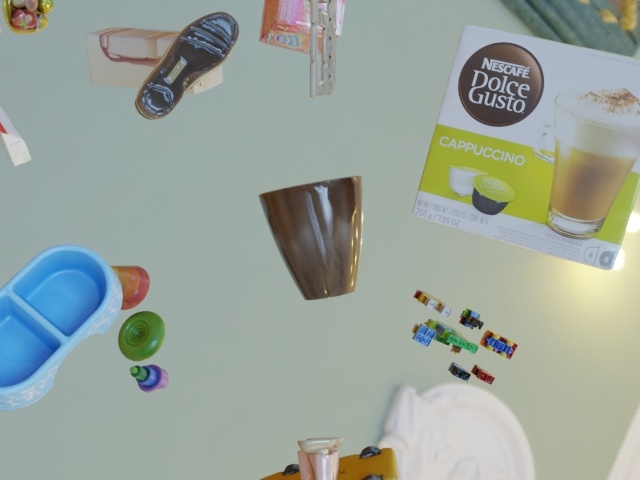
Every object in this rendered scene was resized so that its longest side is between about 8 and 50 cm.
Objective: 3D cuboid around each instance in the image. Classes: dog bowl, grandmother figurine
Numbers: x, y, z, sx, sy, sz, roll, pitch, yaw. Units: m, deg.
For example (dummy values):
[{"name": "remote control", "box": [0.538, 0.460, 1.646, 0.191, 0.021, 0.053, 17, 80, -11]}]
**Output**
[{"name": "dog bowl", "box": [-0.441, 0.126, 1.207, 0.297, 0.166, 0.074, -49, 179, -24]}, {"name": "grandmother figurine", "box": [0.009, 0.554, 1.479, 0.104, 0.342, 0.208, -7, 167, 22]}]

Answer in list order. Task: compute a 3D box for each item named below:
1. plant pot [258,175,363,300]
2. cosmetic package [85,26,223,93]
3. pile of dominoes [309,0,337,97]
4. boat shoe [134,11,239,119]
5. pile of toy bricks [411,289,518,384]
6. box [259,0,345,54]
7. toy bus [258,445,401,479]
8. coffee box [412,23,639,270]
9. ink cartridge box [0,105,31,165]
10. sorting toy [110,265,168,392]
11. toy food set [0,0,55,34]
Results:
[{"name": "plant pot", "box": [0.000, 0.000, 1.581, 0.216, 0.230, 0.215, -11, -179, 0]}, {"name": "cosmetic package", "box": [-0.406, -0.447, 1.902, 0.153, 0.296, 0.129, -49, 142, -59]}, {"name": "pile of dominoes", "box": [-0.008, -0.371, 1.329, 0.196, 0.040, 0.251, -38, 129, -75]}, {"name": "boat shoe", "box": [-0.262, -0.333, 1.468, 0.257, 0.095, 0.095, -48, -162, -17]}, {"name": "pile of toy bricks", "box": [0.241, 0.173, 1.415, 0.118, 0.212, 0.105, -61, -163, 5]}, {"name": "box", "box": [-0.028, -0.566, 1.639, 0.154, 0.142, 0.299, 173, -75, -70]}, {"name": "toy bus", "box": [0.014, 0.555, 1.682, 0.333, 0.130, 0.108, -15, -157, 8]}, {"name": "coffee box", "box": [0.390, -0.165, 1.379, 0.338, 0.338, 0.334, -13, 119, -73]}, {"name": "ink cartridge box", "box": [-0.818, -0.320, 1.959, 0.056, 0.181, 0.224, -29, 159, -23]}, {"name": "sorting toy", "box": [-0.460, 0.190, 1.843, 0.127, 0.365, 0.126, -29, 148, 6]}, {"name": "toy food set", "box": [-0.718, -0.574, 1.912, 0.218, 0.071, 0.128, -60, 153, -69]}]
